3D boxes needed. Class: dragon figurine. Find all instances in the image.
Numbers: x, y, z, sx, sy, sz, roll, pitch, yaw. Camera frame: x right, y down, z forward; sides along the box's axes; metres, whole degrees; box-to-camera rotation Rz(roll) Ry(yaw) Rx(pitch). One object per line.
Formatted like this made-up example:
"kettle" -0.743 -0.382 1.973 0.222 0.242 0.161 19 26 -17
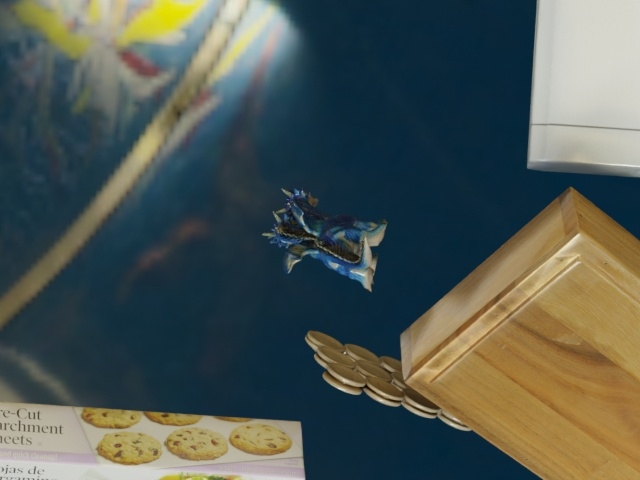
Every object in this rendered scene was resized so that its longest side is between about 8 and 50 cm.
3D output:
"dragon figurine" 0.000 0.000 2.282 0.144 0.085 0.289 12 -170 0

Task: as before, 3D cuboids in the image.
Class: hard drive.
"hard drive" 0.309 -0.230 1.699 0.233 0.353 0.047 4 171 4

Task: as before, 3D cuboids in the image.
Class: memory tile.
"memory tile" 0.060 0.123 1.683 0.148 0.012 0.113 21 -167 -21

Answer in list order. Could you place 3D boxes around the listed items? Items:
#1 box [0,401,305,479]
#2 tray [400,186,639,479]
"box" -0.175 0.191 1.699 0.324 0.063 0.067 6 -132 -12
"tray" 0.288 0.149 1.648 0.411 0.203 0.076 36 -153 -22
